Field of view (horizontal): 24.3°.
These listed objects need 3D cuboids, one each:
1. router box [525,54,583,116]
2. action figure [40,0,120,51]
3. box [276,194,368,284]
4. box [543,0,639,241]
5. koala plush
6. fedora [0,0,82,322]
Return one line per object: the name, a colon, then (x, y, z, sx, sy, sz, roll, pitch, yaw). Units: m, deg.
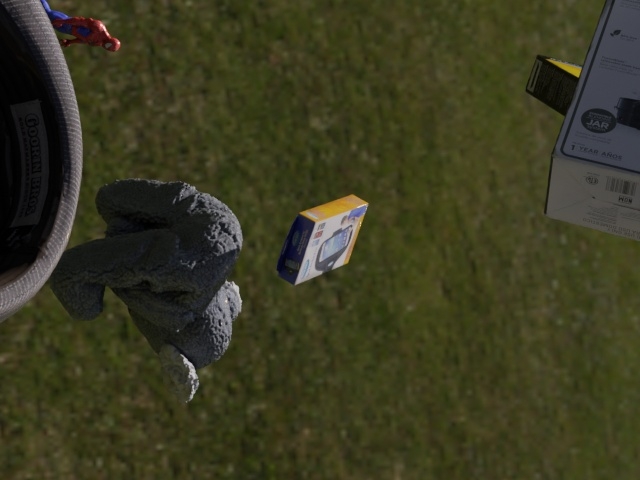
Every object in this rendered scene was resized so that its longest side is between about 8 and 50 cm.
router box: (0.315, -0.134, 1.504, 0.133, 0.179, 0.046, -127, -129, -65)
action figure: (-0.237, -0.200, 1.387, 0.030, 0.115, 0.038, -62, 161, -23)
box: (0.000, 0.000, 1.664, 0.136, 0.028, 0.081, -24, 137, -58)
box: (0.315, -0.134, 1.300, 0.087, 0.169, 0.290, 85, 23, -54)
koala plush: (-0.165, 0.065, 1.714, 0.196, 0.203, 0.221, -64, 147, -45)
fedora: (-0.258, -0.071, 0.832, 0.275, 0.124, 0.244, 54, 44, -39)
